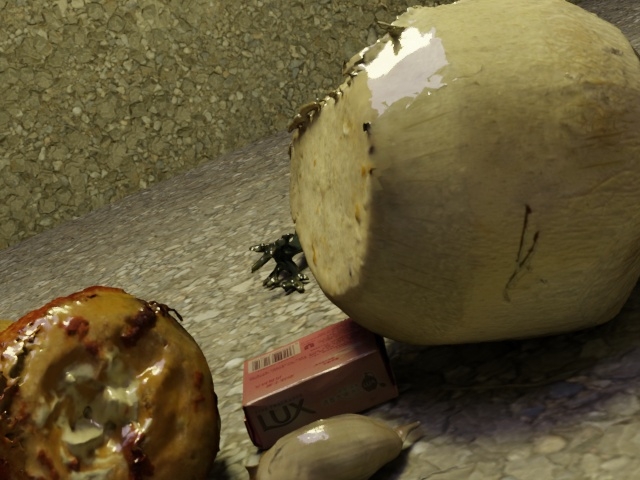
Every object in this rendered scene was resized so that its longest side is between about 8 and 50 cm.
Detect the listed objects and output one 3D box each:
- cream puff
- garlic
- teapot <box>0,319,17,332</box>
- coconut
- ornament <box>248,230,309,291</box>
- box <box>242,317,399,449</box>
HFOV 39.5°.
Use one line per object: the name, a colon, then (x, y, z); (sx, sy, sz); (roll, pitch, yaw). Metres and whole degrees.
cream puff: (-0.201, 0.161, 0.800); (0.240, 0.240, 0.164); (-32, -3, -34)
garlic: (0.007, 0.175, 0.742); (0.152, 0.066, 0.084); (-22, 13, 8)
teapot: (-0.458, 0.170, 1.149); (0.203, 0.167, 0.311); (-34, 7, -27)
coconut: (0.164, -0.066, 0.875); (0.360, 0.346, 0.346); (-4, 10, -19)
ornament: (0.000, 0.000, 1.337); (0.202, 0.080, 0.236); (-15, 14, 33)
box: (-0.002, 0.139, 0.897); (0.156, 0.060, 0.111); (-23, 15, 3)
